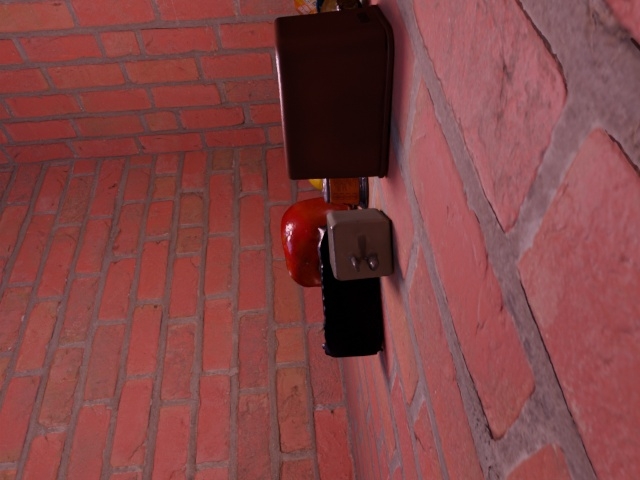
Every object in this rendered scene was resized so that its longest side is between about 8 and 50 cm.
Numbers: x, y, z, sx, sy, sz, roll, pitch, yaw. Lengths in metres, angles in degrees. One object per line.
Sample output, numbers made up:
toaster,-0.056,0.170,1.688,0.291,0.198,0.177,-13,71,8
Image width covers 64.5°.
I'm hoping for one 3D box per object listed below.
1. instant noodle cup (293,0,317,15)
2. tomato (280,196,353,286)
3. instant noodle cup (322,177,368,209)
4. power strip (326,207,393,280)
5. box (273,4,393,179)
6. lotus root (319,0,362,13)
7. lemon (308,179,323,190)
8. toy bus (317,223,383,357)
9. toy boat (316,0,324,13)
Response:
instant noodle cup,-0.006,-0.894,1.774,0.168,0.168,0.185,89,-177,-58
tomato,0.000,0.000,1.817,0.290,0.293,0.325,-115,7,-46
instant noodle cup,0.070,-0.176,1.527,0.208,0.125,0.178,88,176,-53
power strip,0.092,0.011,1.196,0.224,0.139,0.140,-104,10,-78
box,0.023,-0.318,1.133,0.239,0.229,0.339,-99,4,-51
lotus root,0.051,-0.545,1.304,0.241,0.123,0.124,77,178,-84
lemon,0.028,-0.264,1.840,0.206,0.173,0.173,31,-127,-74
toy bus,0.078,0.128,1.466,0.162,0.171,0.386,-62,-32,-88
toy boat,0.039,-0.753,1.526,0.299,0.096,0.062,-134,48,-83
